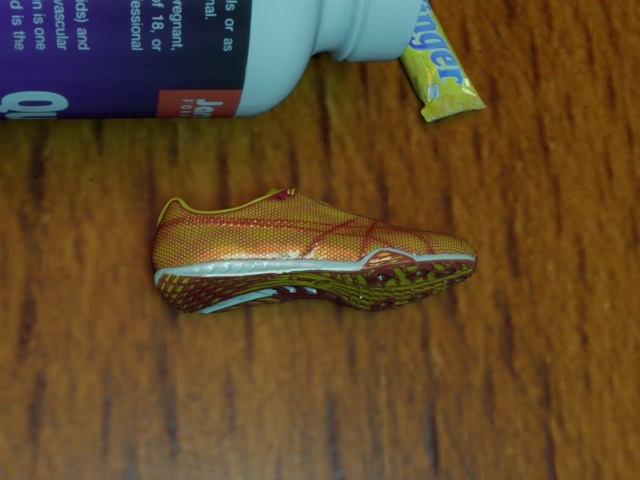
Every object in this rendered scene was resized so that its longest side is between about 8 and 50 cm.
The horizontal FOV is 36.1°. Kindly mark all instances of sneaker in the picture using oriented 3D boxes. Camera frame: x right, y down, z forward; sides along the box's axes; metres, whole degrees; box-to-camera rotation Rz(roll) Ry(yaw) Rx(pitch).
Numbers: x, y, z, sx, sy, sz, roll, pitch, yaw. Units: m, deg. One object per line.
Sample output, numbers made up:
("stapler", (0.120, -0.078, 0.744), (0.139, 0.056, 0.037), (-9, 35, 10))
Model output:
("sneaker", (0.000, 0.000, 0.518), (0.175, 0.064, 0.067), (3, 61, -13))

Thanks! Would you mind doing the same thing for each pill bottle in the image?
("pill bottle", (-0.119, -0.149, 0.480), (0.323, 0.181, 0.181), (-2, 72, -12))

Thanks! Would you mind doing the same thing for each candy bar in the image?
("candy bar", (0.050, -0.145, 0.602), (0.040, 0.018, 0.161), (-19, 77, -17))
